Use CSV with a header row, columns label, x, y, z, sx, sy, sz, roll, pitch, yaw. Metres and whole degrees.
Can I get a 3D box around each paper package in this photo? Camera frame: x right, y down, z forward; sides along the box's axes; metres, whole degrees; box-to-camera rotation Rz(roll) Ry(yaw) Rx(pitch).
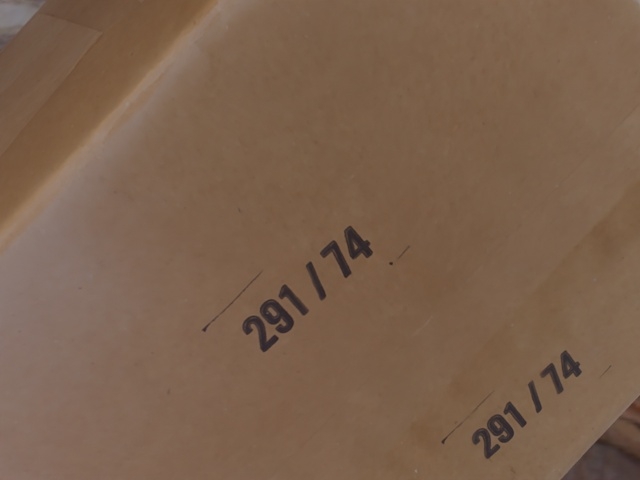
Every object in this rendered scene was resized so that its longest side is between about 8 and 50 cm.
label,x,y,z,sx,sy,sz,roll,pitch,yaw
paper package,0.000,0.000,0.531,0.325,0.168,0.309,-48,122,-1
